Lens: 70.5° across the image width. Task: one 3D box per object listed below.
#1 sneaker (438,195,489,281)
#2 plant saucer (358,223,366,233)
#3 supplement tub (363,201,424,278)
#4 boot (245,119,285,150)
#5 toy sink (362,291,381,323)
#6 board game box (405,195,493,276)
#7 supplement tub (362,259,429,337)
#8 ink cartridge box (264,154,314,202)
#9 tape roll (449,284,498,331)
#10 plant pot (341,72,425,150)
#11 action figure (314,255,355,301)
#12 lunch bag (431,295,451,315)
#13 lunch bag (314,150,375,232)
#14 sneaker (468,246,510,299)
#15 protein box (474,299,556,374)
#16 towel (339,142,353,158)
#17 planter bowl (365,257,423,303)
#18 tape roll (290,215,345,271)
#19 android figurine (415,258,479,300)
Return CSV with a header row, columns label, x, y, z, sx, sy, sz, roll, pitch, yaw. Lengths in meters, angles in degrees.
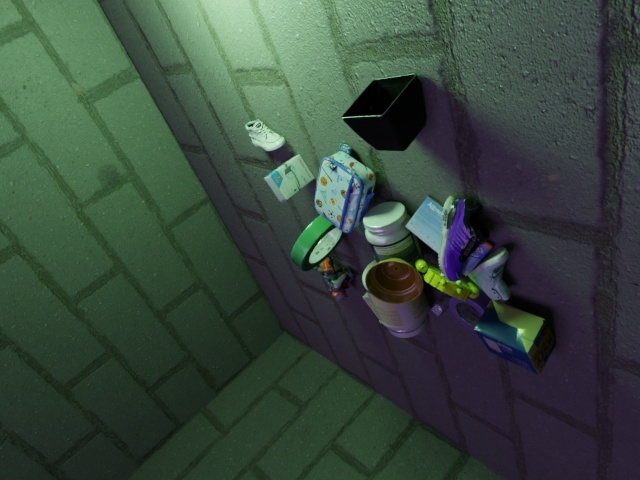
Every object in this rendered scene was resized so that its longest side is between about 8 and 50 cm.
label,x,y,z,sx,sy,sz,roll,pitch,yaw
sneaker,0.480,0.006,1.499,0.146,0.102,0.294,10,109,37
plant saucer,0.211,-0.053,2.000,0.119,0.021,0.119,20,159,8
supplement tub,0.290,0.003,1.797,0.191,0.191,0.272,18,141,49
boot,-0.271,-0.501,2.135,0.258,0.095,0.123,19,149,50
toy sink,0.346,0.332,2.250,0.234,0.131,0.152,53,156,-9
board game box,0.450,-0.018,1.604,0.281,0.027,0.145,42,120,17
supplement tub,0.342,0.248,2.009,0.235,0.235,0.325,16,140,51
ink cartridge box,-0.143,-0.290,2.109,0.140,0.190,0.082,56,154,-14
tape roll,0.606,0.267,1.778,0.189,0.080,0.189,38,154,23
plant pot,0.214,-0.380,1.403,0.187,0.188,0.167,15,150,51
action figure,0.035,0.197,2.542,0.330,0.178,0.341,57,154,6
lunch bag,0.521,0.275,1.943,0.053,0.071,0.083,46,158,17
lunch bag,0.096,-0.191,1.807,0.243,0.115,0.303,41,141,28
sneaker,0.610,0.121,1.537,0.151,0.094,0.256,49,166,15
protein box,0.691,0.341,1.608,0.199,0.136,0.201,22,162,46
towel,0.108,-0.331,1.822,0.067,0.029,0.119,34,151,32
planter bowl,0.282,0.132,1.716,0.217,0.090,0.217,8,130,10
tape roll,0.000,0.000,2.125,0.077,0.321,0.321,42,155,18
android figurine,0.464,0.146,1.676,0.248,0.056,0.273,27,-170,5
